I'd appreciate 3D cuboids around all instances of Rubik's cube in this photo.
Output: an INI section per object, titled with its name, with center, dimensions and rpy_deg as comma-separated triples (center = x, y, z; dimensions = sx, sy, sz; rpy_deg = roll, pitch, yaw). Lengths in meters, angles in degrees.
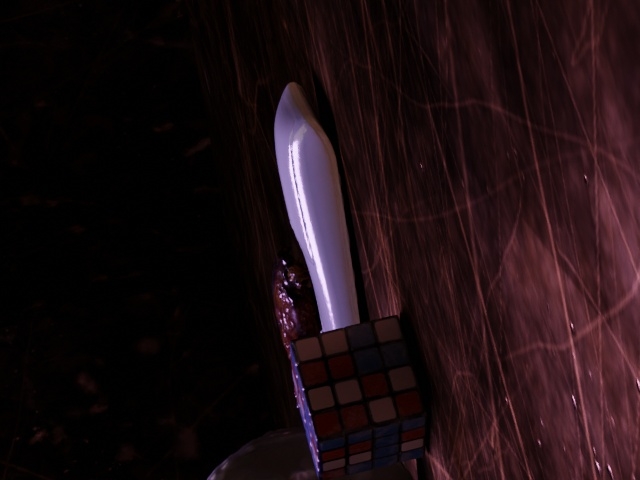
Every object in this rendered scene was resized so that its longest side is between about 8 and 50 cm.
[Rubik's cube]
center = 0.031, 0.128, 1.407
dimensions = 0.092, 0.092, 0.092
rpy_deg = 88, 167, -61

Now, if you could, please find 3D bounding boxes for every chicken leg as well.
[chicken leg]
center = -0.014, 0.128, 2.133
dimensions = 0.106, 0.051, 0.253
rpy_deg = -142, 36, -73

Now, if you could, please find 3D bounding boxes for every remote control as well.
[remote control]
center = 0.001, 0.000, 1.627
dimensions = 0.103, 0.051, 0.293
rpy_deg = -114, 11, -60

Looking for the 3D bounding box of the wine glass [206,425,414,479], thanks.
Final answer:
[wine glass]
center = 0.013, 0.358, 1.391
dimensions = 0.406, 0.267, 0.267
rpy_deg = -104, 4, -54
